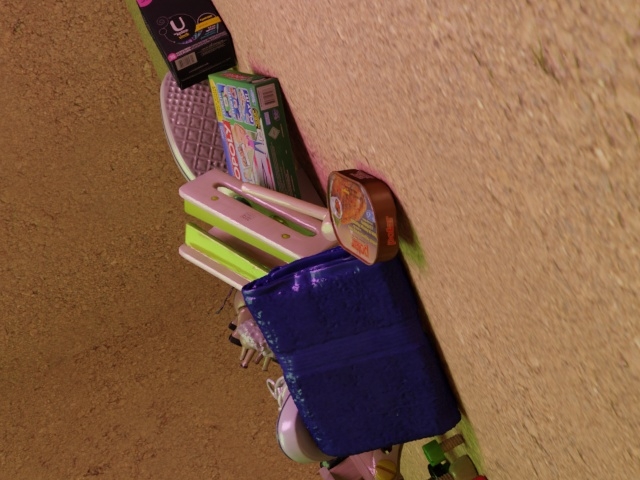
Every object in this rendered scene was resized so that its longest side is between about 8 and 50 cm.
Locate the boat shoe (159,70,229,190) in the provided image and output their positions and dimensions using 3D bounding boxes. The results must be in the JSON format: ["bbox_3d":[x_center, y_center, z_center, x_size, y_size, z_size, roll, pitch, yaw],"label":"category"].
[{"bbox_3d":[-0.159,-0.115,2.027,0.500,0.186,0.156,59,166,-2],"label":"boat shoe"}]

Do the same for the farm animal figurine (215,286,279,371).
[{"bbox_3d":[-0.046,0.157,2.147,0.326,0.172,0.330,21,-166,-27],"label":"farm animal figurine"}]

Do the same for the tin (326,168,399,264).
[{"bbox_3d":[0.053,-0.032,1.337,0.189,0.040,0.106,-144,49,-67],"label":"tin"}]

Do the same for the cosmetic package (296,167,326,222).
[{"bbox_3d":[0.000,0.000,1.787,0.239,0.060,0.099,61,170,25],"label":"cosmetic package"}]

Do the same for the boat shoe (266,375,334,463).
[{"bbox_3d":[-0.017,0.250,1.703,0.367,0.156,0.136,-45,-62,-59],"label":"boat shoe"}]

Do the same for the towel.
[{"bbox_3d":[0.049,0.153,1.476,0.076,0.227,0.308,-67,-42,-62],"label":"towel"}]

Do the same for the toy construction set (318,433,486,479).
[{"bbox_3d":[0.117,0.403,1.679,0.258,0.237,0.309,64,172,1],"label":"toy construction set"}]

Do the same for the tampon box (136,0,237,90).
[{"bbox_3d":[-0.246,-0.384,1.926,0.161,0.120,0.101,60,172,23],"label":"tampon box"}]

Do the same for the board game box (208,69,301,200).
[{"bbox_3d":[-0.102,-0.122,1.767,0.213,0.046,0.317,24,129,61],"label":"board game box"}]

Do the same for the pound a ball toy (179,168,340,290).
[{"bbox_3d":[-0.062,-0.025,1.590,0.319,0.135,0.208,27,129,30],"label":"pound a ball toy"}]
